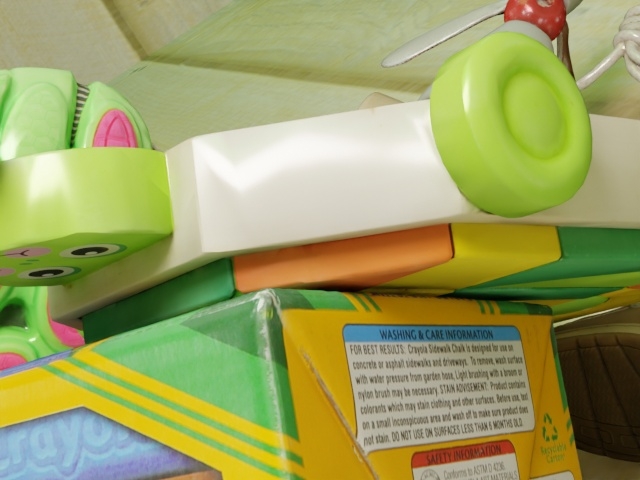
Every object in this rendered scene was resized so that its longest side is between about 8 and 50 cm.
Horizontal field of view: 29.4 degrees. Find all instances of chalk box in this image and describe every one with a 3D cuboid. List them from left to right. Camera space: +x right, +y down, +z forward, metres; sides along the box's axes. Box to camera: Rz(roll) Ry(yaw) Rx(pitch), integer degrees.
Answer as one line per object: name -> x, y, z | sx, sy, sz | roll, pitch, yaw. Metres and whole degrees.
chalk box -> -0.058, 0.136, 0.479 | 0.289, 0.179, 0.180 | -16, -13, 35

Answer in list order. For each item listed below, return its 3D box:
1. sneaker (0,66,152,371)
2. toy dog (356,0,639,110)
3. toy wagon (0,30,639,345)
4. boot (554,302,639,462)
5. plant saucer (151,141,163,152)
sneaker -> -0.267, 0.103, 0.740 | 0.483, 0.185, 0.202 | -59, 18, 5
toy dog -> 0.128, -0.086, 0.896 | 0.334, 0.220, 0.161 | -38, -19, -31
toy wagon -> 0.000, 0.000, 0.472 | 0.344, 0.068, 0.267 | 0, -14, -39
boot -> 0.206, 0.026, 0.605 | 0.213, 0.077, 0.165 | -13, 26, 32
plant saucer -> -0.253, 0.033, 1.165 | 0.311, 0.050, 0.310 | -16, 52, 21
